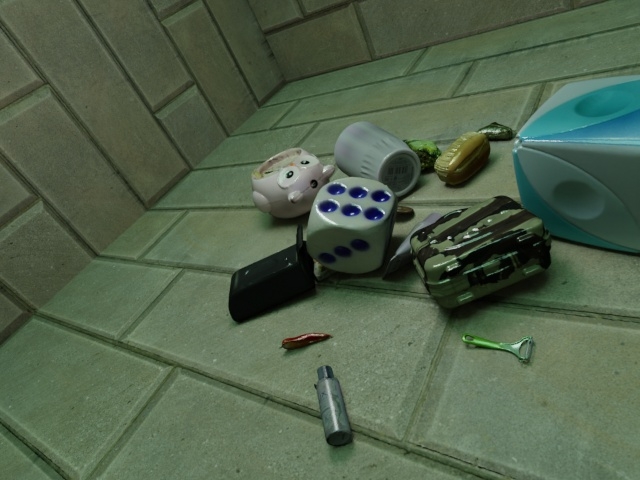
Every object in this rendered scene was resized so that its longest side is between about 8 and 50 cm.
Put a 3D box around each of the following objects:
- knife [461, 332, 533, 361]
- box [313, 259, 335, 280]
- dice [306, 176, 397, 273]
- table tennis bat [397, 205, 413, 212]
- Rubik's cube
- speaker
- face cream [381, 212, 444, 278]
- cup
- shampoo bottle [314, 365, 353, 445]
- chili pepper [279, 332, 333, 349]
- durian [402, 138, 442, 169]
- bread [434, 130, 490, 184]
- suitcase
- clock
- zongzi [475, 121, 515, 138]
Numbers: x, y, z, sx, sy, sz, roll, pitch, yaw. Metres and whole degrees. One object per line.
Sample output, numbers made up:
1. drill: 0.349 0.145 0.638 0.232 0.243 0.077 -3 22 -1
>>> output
1. knife: 0.437 0.260 1.089 0.166 0.022 0.078 2 37 35
2. box: 0.068 0.059 1.621 0.221 0.032 0.122 -30 33 -2
3. dice: 0.110 -0.049 1.470 0.259 0.251 0.243 12 54 12
4. table tennis bat: 0.267 -0.073 1.679 0.170 0.119 0.107 5 15 9
5. Rubik's cube: 0.775 -0.214 1.187 0.347 0.352 0.352 -45 39 -22
6. speaker: -0.185 0.116 1.561 0.389 0.184 0.180 -26 35 14
7. face cream: 0.307 0.016 1.432 0.274 0.154 0.096 -38 73 -20
8. cup: 0.235 -0.338 1.841 0.253 0.253 0.371 -32 35 -5
9. shampoo bottle: 0.028 0.420 1.132 0.072 0.072 0.214 -25 33 5
10. chili pepper: -0.048 0.308 1.361 0.178 0.045 0.027 -15 44 10
11. durian: 0.436 -0.360 1.844 0.132 0.106 0.375 -24 26 -1
12. bread: 0.552 -0.312 1.673 0.236 0.140 0.106 -42 39 -14
13. suitcase: 0.443 0.019 1.265 0.352 0.193 0.339 -24 23 7
14. clock: -0.117 -0.245 1.972 0.368 0.250 0.377 -41 29 -20
15. zongzi: 0.707 -0.426 1.777 0.131 0.062 0.154 -22 33 -9
